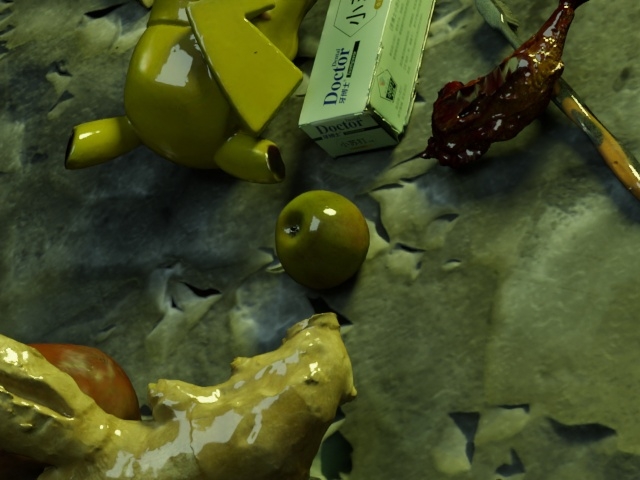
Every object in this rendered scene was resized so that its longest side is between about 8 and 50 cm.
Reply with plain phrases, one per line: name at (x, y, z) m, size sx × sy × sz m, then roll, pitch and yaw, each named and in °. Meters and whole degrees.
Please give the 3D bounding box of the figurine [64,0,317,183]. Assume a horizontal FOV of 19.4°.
figurine at (-0.093, -0.189, 1.823) m, size 0.218 × 0.169 × 0.327 m, roll 14°, pitch 82°, yaw 17°

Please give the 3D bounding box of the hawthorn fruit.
hawthorn fruit at (-0.270, 0.187, 1.672) m, size 0.251 × 0.199 × 0.199 m, roll 0°, pitch 58°, yaw 46°

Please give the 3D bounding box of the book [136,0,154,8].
book at (-0.199, -0.368, 2.143) m, size 0.161 × 0.026 × 0.231 m, roll -47°, pitch 44°, yaw -2°

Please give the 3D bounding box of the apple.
apple at (0.000, 0.000, 1.693) m, size 0.089 × 0.074 × 0.089 m, roll -18°, pitch 64°, yaw 43°

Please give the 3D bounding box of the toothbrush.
toothbrush at (0.213, -0.133, 1.667) m, size 0.023 × 0.031 × 0.321 m, roll -59°, pitch 38°, yaw 26°

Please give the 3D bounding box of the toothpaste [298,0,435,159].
toothpaste at (0.061, -0.228, 1.824) m, size 0.089 × 0.071 × 0.313 m, roll -9°, pitch 55°, yaw 36°

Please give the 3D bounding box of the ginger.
ginger at (-0.133, 0.228, 1.516) m, size 0.348 × 0.122 × 0.363 m, roll -8°, pitch 93°, yaw 4°

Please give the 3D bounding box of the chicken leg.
chicken leg at (0.167, -0.140, 1.662) m, size 0.219 × 0.048 × 0.089 m, roll -42°, pitch 51°, yaw 28°
